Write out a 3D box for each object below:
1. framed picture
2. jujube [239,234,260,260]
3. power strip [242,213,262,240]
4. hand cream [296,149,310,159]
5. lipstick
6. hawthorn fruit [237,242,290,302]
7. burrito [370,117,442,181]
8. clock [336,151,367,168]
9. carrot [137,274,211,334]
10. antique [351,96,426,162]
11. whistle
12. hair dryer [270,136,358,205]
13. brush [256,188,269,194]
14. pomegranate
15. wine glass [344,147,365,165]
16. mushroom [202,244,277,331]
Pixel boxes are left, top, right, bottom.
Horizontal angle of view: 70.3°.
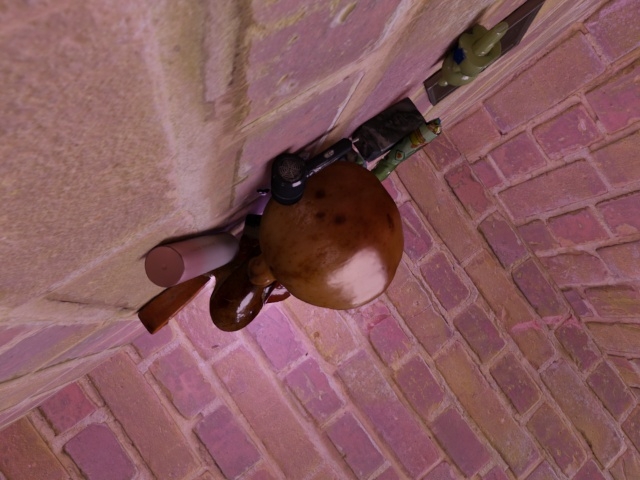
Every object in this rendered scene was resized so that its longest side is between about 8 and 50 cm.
[{"bbox_3d":[0.445,-0.513,1.300,0.326,0.028,0.446,-35,180,18],"label":"framed picture"},{"bbox_3d":[-0.156,0.034,1.569,0.233,0.212,0.213,-11,174,-13],"label":"jujube"},{"bbox_3d":[-0.126,-0.034,1.361,0.257,0.105,0.069,-1,106,-66],"label":"power strip"},{"bbox_3d":[-0.062,-0.165,0.962,0.093,0.019,0.030,-33,177,-16],"label":"hand cream"},{"bbox_3d":[-0.284,0.036,1.063,0.087,0.087,0.327,-35,179,12],"label":"lipstick"},{"bbox_3d":[-0.236,0.111,1.784,0.312,0.294,0.295,6,156,-30],"label":"hawthorn fruit"},{"bbox_3d":[0.223,-0.238,1.204,0.104,0.054,0.288,-37,179,-42],"label":"burrito"},{"bbox_3d":[0.073,-0.162,1.381,0.100,0.193,0.195,8,-151,22],"label":"clock"},{"bbox_3d":[-0.542,0.226,1.730,0.307,0.100,0.258,-37,-177,-5],"label":"carrot"},{"bbox_3d":[0.174,-0.287,1.196,0.183,0.088,0.086,-35,179,-22],"label":"antique"},{"bbox_3d":[0.322,-0.394,0.962,0.105,0.085,0.227,-36,-179,-7],"label":"whistle"},{"bbox_3d":[-0.006,-0.161,0.939,0.219,0.071,0.124,-34,172,-16],"label":"hair dryer"},{"bbox_3d":[-0.137,-0.116,1.077,0.024,0.008,0.083,-34,179,10],"label":"brush"},{"bbox_3d":[0.000,0.000,1.138,0.410,0.410,0.410,-35,180,0],"label":"pomegranate"},{"bbox_3d":[0.081,-0.224,1.194,0.042,0.083,0.039,-33,174,-29],"label":"wine glass"},{"bbox_3d":[-0.236,0.126,1.286,0.255,0.266,0.267,6,172,-8],"label":"mushroom"}]
